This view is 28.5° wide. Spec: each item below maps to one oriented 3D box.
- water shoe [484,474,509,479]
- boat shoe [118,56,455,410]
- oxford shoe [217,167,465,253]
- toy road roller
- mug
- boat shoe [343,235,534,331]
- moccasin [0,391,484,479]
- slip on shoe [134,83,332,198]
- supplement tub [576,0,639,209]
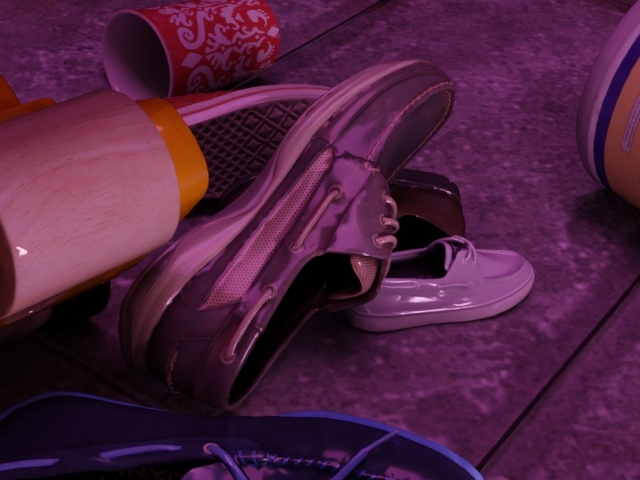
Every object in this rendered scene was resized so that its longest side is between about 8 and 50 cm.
[{"bbox_3d":[0.057,0.225,0.711,0.080,0.073,0.203,15,78,13],"label":"water shoe"},{"bbox_3d":[0.000,0.000,1.013,0.130,0.132,0.355,38,73,20],"label":"boat shoe"},{"bbox_3d":[0.022,-0.019,1.129,0.227,0.083,0.096,1,40,-6],"label":"oxford shoe"},{"bbox_3d":[-0.259,-0.044,0.902,0.202,0.329,0.241,-27,85,-37],"label":"toy road roller"},{"bbox_3d":[-0.146,-0.216,1.359,0.150,0.113,0.169,34,40,31],"label":"mug"},{"bbox_3d":[0.106,0.028,1.090,0.184,0.063,0.066,-6,37,-17],"label":"boat shoe"},{"bbox_3d":[-0.066,0.183,0.800,0.342,0.138,0.117,1,19,15],"label":"moccasin"},{"bbox_3d":[-0.111,-0.094,1.190,0.331,0.123,0.101,-11,34,-15],"label":"slip on shoe"},{"bbox_3d":[0.428,-0.084,1.148,0.241,0.241,0.331,-20,43,-33],"label":"supplement tub"}]
